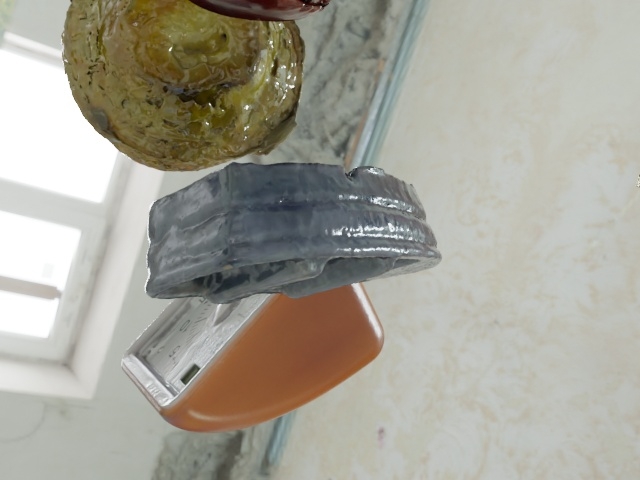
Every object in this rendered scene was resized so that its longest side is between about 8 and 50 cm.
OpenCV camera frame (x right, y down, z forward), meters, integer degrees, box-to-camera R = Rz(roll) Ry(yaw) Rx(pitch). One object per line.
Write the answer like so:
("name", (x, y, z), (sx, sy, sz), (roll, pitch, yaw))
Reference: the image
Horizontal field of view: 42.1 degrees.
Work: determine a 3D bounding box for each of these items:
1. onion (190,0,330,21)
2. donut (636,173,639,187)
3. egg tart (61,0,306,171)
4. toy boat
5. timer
("onion", (-0.055, -0.349, 0.804), (0.276, 0.276, 0.276), (-29, -126, 48))
("donut", (0.282, -0.078, 0.663), (0.067, 0.038, 0.083), (-9, -107, 10))
("egg tart", (-0.168, -0.257, 1.075), (0.129, 0.341, 0.341), (133, -37, -66))
("toy boat", (0.000, 0.000, 0.622), (0.127, 0.283, 0.078), (-22, -103, 37))
("timer", (-0.091, 0.104, 0.934), (0.250, 0.161, 0.257), (-33, -163, -18))
